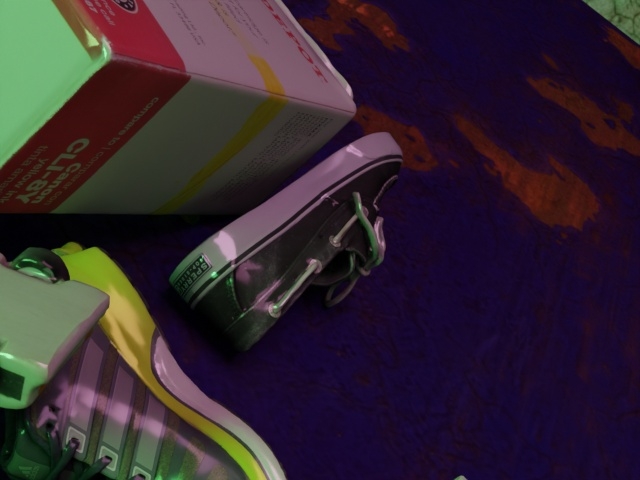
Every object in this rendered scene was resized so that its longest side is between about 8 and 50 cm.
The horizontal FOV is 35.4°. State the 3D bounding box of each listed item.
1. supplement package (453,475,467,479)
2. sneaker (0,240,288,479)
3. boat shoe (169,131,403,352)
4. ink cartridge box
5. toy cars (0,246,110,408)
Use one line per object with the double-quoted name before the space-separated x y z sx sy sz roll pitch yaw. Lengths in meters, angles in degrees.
"supplement package" 0.031 0.294 0.501 0.175 0.177 0.293 44 35 8
"sneaker" -0.127 0.136 0.628 0.121 0.111 0.300 -24 61 -42
"boat shoe" 0.002 -0.002 0.888 0.105 0.113 0.306 49 37 4
"ink cartridge box" -0.168 -0.169 0.782 0.279 0.160 0.384 54 20 14
"toy cars" -0.307 0.046 0.490 0.393 0.087 0.176 -1 34 -30
